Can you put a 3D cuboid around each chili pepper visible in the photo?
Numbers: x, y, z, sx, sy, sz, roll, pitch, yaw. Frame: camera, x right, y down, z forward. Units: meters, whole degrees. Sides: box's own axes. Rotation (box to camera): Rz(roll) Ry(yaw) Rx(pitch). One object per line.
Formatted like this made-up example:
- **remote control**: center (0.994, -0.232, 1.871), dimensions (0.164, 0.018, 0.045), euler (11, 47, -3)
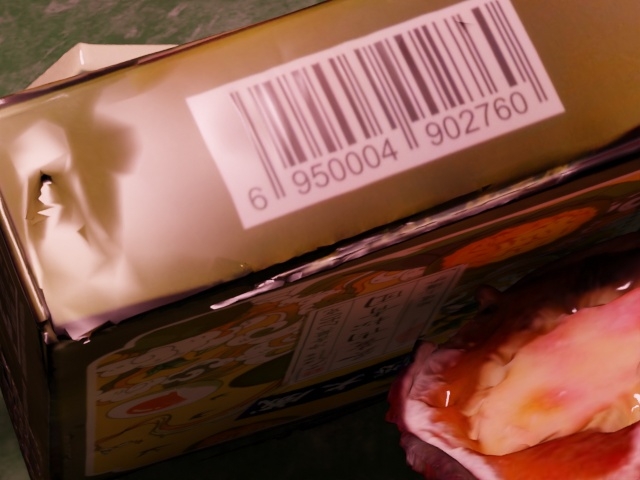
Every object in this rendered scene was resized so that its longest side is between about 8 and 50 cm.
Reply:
- **chili pepper**: center (0.177, 0.161, 1.020), dimensions (0.229, 0.305, 0.251), euler (-23, 29, -6)

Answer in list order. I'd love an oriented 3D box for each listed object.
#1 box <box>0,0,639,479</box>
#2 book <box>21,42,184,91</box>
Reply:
- **box**: center (0.000, 0.000, 1.121), dimensions (0.373, 0.420, 0.138), euler (-19, 76, -14)
- **book**: center (-0.078, -0.046, 1.184), dimensions (0.379, 0.264, 0.031), euler (-6, 68, -47)
